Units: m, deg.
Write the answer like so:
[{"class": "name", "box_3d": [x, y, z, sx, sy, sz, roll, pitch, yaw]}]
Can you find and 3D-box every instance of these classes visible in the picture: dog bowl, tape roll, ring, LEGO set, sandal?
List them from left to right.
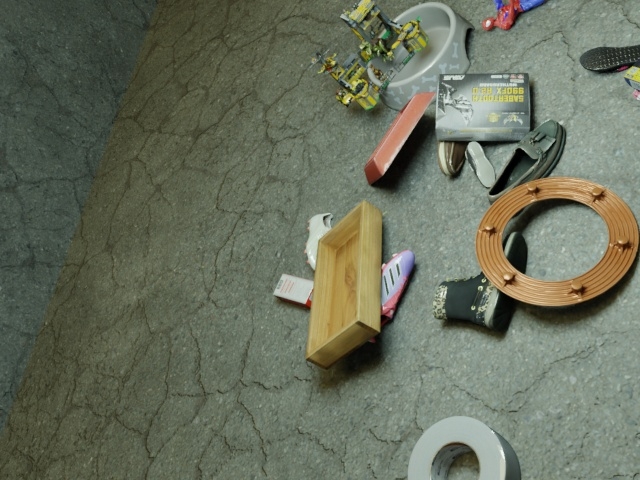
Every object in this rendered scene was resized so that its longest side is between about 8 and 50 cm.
[{"class": "LEGO set", "box_3d": [0.124, -0.562, 2.095, 0.331, 0.192, 0.255, -44, 41, 11]}, {"class": "dog bowl", "box_3d": [0.289, -0.557, 2.164, 0.348, 0.102, 0.349, -25, 48, 30]}, {"class": "tape roll", "box_3d": [0.286, 0.470, 1.463, 0.219, 0.072, 0.219, -23, 49, 30]}, {"class": "ring", "box_3d": [0.498, -0.010, 1.553, 0.336, 0.032, 0.337, -11, 52, 15]}, {"class": "sandal", "box_3d": [0.711, -0.429, 1.729, 0.179, 0.040, 0.067, 0, 67, 27]}]

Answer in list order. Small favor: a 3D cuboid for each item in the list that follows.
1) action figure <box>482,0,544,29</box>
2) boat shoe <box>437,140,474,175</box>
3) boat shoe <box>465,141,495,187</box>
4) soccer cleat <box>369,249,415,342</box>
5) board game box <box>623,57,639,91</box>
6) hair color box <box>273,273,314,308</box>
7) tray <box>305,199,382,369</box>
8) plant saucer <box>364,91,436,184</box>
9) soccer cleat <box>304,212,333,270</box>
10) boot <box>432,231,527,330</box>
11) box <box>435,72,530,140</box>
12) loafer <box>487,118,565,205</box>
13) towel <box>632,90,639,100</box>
[{"class": "action figure", "box_3d": [0.551, -0.678, 1.980, 0.280, 0.139, 0.091, -30, 44, 29]}, {"class": "boat shoe", "box_3d": [0.375, -0.287, 1.900, 0.095, 0.095, 0.257, -3, 60, 35]}, {"class": "boat shoe", "box_3d": [0.399, -0.186, 1.829, 0.046, 0.038, 0.125, -20, 76, -16]}, {"class": "soccer cleat", "box_3d": [0.169, 0.139, 1.808, 0.248, 0.083, 0.095, -53, 50, 3]}, {"class": "board game box", "box_3d": [0.794, -0.376, 1.551, 0.194, 0.060, 0.194, -46, 41, 1]}, {"class": "hair color box", "box_3d": [-0.063, 0.143, 2.046, 0.141, 0.043, 0.072, 12, 71, 46]}, {"class": "tray", "box_3d": [0.066, 0.105, 1.841, 0.203, 0.076, 0.411, -42, 27, 36]}, {"class": "plant saucer", "box_3d": [0.202, -0.281, 1.977, 0.259, 0.047, 0.258, -58, 2, -3]}, {"class": "soccer cleat", "box_3d": [0.000, 0.000, 2.072, 0.076, 0.068, 0.196, -23, 46, 27]}, {"class": "boot", "box_3d": [0.361, 0.086, 1.656, 0.178, 0.085, 0.236, 0, 61, 47]}, {"class": "box", "box_3d": [0.412, -0.340, 1.850, 0.231, 0.056, 0.183, 2, 59, 11]}, {"class": "loafer", "box_3d": [0.487, -0.182, 1.722, 0.096, 0.084, 0.267, 26, 82, 49]}, {"class": "towel", "box_3d": [0.798, -0.327, 1.579, 0.144, 0.029, 0.197, -44, 41, 7]}]
